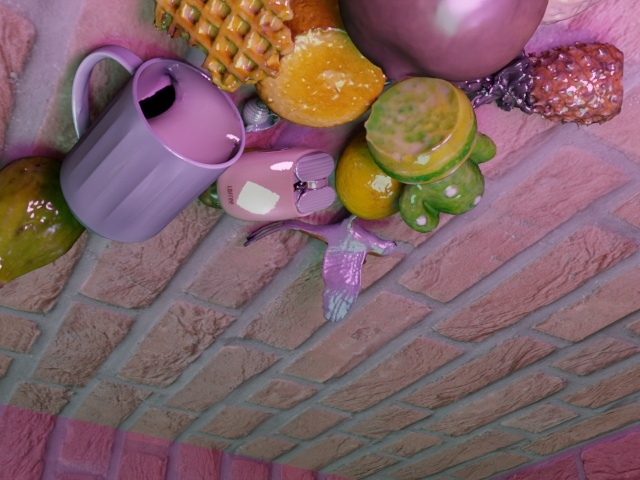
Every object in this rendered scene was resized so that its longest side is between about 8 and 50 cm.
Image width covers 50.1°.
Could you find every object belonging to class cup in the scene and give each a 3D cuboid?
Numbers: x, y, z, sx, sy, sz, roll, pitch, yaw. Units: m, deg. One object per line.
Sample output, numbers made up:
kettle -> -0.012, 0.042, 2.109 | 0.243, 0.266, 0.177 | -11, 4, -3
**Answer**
cup -> -0.357, -0.187, 1.300 | 0.326, 0.237, 0.323 | -33, 102, 39

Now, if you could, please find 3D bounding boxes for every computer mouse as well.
computer mouse -> -0.087, -0.110, 1.357 | 0.236, 0.082, 0.145 | -5, 114, -11

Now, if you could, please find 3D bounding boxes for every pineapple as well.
pineapple -> 0.369, -0.270, 1.217 | 0.309, 0.141, 0.170 | 3, 170, 19

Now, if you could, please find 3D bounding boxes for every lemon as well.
lemon -> 0.113, -0.134, 1.381 | 0.169, 0.170, 0.207 | 6, 140, -6

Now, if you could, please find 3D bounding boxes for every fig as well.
fig -> -0.615, -0.047, 1.434 | 0.233, 0.314, 0.233 | 4, 117, 9

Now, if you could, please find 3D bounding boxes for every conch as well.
conch -> -0.119, -0.246, 1.330 | 0.076, 0.057, 0.085 | 0, 169, -31

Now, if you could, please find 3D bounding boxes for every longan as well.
longan -> 0.163, -0.357, 0.954 | 0.297, 0.297, 0.297 | 1, 144, 1

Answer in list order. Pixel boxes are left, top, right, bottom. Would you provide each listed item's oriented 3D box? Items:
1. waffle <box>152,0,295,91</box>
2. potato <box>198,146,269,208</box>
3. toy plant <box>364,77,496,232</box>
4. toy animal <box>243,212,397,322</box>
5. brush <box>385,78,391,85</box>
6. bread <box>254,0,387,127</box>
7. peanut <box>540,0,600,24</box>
waffle -> -0.156, -0.362, 1.064 | 0.291, 0.051, 0.291 | 11, 114, 24
potato -> -0.144, -0.127, 1.448 | 0.251, 0.113, 0.149 | -9, 131, -7
toy plant -> 0.212, -0.145, 1.235 | 0.224, 0.184, 0.316 | -43, 147, 0
toy animal -> 0.016, -0.013, 1.625 | 0.284, 0.225, 0.302 | 37, 121, -10
brush -> 0.095, -0.291, 1.290 | 0.083, 0.016, 0.013 | -12, 153, 18
bread -> 0.003, -0.309, 1.165 | 0.268, 0.146, 0.268 | -2, 146, -1
peanut -> 0.428, -0.421, 1.002 | 0.313, 0.149, 0.149 | -12, 141, 18
